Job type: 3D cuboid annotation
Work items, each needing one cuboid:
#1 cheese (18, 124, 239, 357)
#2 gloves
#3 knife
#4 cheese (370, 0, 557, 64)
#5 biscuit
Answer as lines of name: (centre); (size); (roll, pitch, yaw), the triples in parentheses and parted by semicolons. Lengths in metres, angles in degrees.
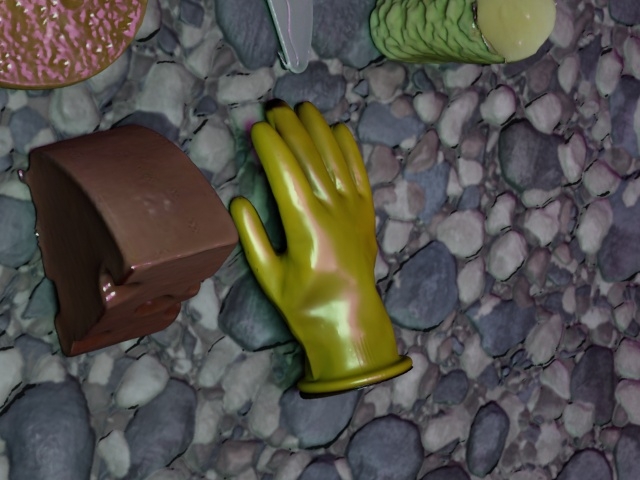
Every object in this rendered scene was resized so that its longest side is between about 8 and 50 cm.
cheese: (-0.165, 0.007, 1.435); (0.128, 0.177, 0.203); (-14, 101, -31)
gloves: (0.001, 0.000, 1.602); (0.133, 0.116, 0.294); (-20, 96, -58)
knife: (-0.061, -0.326, 1.566); (0.081, 0.043, 0.336); (-35, 118, -32)
cheese: (0.143, -0.220, 1.616); (0.123, 0.167, 0.094); (-15, 100, -33)
biscuit: (-0.228, -0.220, 1.463); (0.142, 0.029, 0.221); (40, 73, -27)
